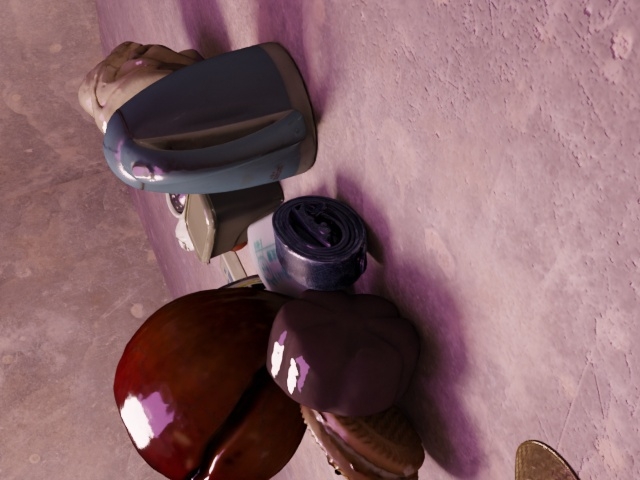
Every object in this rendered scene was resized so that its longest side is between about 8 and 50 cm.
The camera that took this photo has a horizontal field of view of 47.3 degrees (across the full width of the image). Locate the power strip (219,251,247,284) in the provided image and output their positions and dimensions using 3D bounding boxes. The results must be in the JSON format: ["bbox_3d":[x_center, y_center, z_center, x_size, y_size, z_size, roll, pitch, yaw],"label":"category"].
[{"bbox_3d":[-0.213,0.173,2.099,0.367,0.043,0.106,61,158,25],"label":"power strip"}]

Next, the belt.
[{"bbox_3d":[0.000,0.000,1.208,0.190,0.142,0.082,50,154,44],"label":"belt"}]

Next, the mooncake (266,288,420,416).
[{"bbox_3d":[0.034,0.170,1.150,0.245,0.245,0.133,46,133,50],"label":"mooncake"}]

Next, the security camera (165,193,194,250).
[{"bbox_3d":[-0.285,-0.107,1.829,0.195,0.195,0.236,-165,63,-67],"label":"security camera"}]

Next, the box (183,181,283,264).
[{"bbox_3d":[-0.196,-0.061,1.626,0.138,0.178,0.274,67,161,14],"label":"box"}]

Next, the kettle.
[{"bbox_3d":[-0.196,-0.183,1.264,0.319,0.342,0.247,34,139,59],"label":"kettle"}]

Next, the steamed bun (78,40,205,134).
[{"bbox_3d":[-0.346,-0.321,1.637,0.247,0.339,0.352,-59,30,19],"label":"steamed bun"}]

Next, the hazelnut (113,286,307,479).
[{"bbox_3d":[-0.192,0.261,1.387,0.429,0.402,0.401,-33,-75,-80],"label":"hazelnut"}]

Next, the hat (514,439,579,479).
[{"bbox_3d":[0.266,0.330,0.912,0.146,0.067,0.146,54,155,40],"label":"hat"}]

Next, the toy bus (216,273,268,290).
[{"bbox_3d":[-0.146,0.249,1.843,0.179,0.143,0.305,4,111,67],"label":"toy bus"}]

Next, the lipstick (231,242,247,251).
[{"bbox_3d":[-0.295,-0.127,2.017,0.356,0.057,0.057,62,159,25],"label":"lipstick"}]

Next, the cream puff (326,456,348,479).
[{"bbox_3d":[0.072,0.411,1.452,0.104,0.119,0.133,13,137,42],"label":"cream puff"}]

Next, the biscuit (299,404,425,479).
[{"bbox_3d":[0.070,0.311,1.214,0.259,0.079,0.259,38,-167,-10],"label":"biscuit"}]

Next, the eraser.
[{"bbox_3d":[-0.054,0.028,1.444,0.189,0.104,0.290,63,162,-3],"label":"eraser"}]
